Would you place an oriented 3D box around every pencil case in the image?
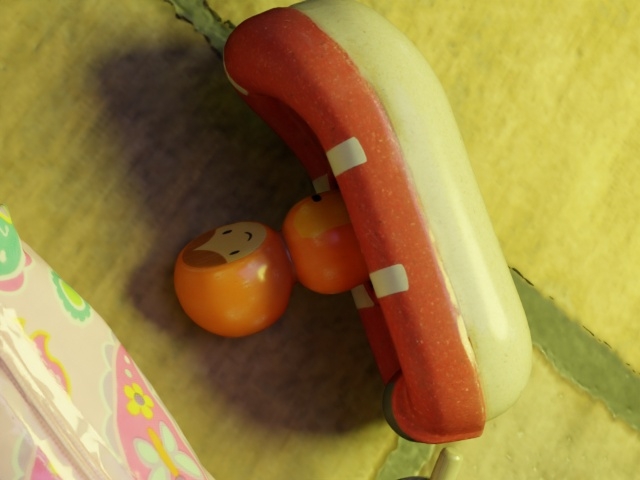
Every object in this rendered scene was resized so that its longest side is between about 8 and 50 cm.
[{"bbox_3d":[-0.097,0.120,0.731,0.284,0.124,0.124,52,56,-7],"label":"pencil case"}]

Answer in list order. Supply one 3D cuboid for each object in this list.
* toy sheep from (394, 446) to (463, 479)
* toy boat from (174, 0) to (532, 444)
[{"bbox_3d":[0.045,0.158,0.822,0.091,0.091,0.132,5,107,-30],"label":"toy sheep"},{"bbox_3d":[0.000,0.000,0.834,0.151,0.151,0.231,-19,85,-5],"label":"toy boat"}]
